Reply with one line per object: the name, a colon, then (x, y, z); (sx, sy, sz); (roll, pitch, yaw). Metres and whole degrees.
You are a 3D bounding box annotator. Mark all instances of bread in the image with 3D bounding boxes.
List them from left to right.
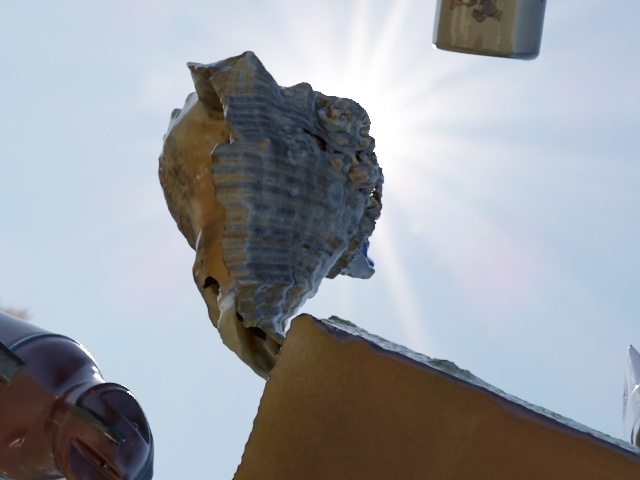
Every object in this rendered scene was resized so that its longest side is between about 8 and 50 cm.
bread: (0.130, 0.167, 0.804); (0.361, 0.077, 0.138); (23, -83, 16)

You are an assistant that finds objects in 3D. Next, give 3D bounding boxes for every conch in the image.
conch: (-0.040, -0.024, 0.944); (0.163, 0.245, 0.178); (-18, -41, 19)

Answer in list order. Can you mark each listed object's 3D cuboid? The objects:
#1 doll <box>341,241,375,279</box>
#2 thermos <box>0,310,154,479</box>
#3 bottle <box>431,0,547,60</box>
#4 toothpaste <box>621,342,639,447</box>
doll: (0.000, 0.000, 1.294); (0.096, 0.195, 0.070); (38, -81, 17)
thermos: (-0.252, 0.091, 1.074); (0.330, 0.109, 0.136); (17, -62, 38)
bottle: (0.172, -0.294, 1.408); (0.110, 0.110, 0.233); (16, -76, 44)
toothpaste: (0.257, 0.141, 1.135); (0.234, 0.057, 0.089); (-94, -173, -85)
